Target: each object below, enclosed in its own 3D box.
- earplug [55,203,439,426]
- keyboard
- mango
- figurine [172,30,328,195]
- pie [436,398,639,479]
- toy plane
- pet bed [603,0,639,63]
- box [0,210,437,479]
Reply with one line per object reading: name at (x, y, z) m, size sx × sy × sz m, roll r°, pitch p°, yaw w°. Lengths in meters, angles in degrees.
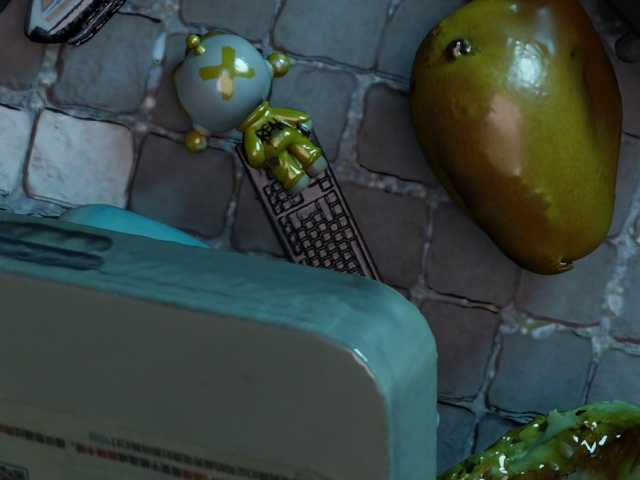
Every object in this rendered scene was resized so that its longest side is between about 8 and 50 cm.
earplug at (-0.088, 0.098, 1.250) m, size 0.324 × 0.185 × 0.185 m, roll 41°, pitch 90°, yaw -5°
keyboard at (0.000, 0.000, 1.318) m, size 0.067 × 0.011 × 0.202 m, roll -26°, pitch 102°, yaw -5°
mango at (0.156, -0.074, 1.268) m, size 0.136 × 0.166 × 0.236 m, roll -13°, pitch 130°, yaw 34°
figurine at (-0.059, -0.097, 1.262) m, size 0.101 × 0.068 × 0.143 m, roll -20°, pitch 94°, yaw -14°
pie at (0.160, 0.254, 1.277) m, size 0.288 × 0.103 × 0.355 m, roll -24°, pitch 138°, yaw -17°
toy plane at (-0.174, -0.216, 1.236) m, size 0.078 × 0.053 × 0.197 m, roll 42°, pitch 94°, yaw -4°
pet bed at (0.271, -0.222, 1.249) m, size 0.211 × 0.183 × 0.159 m, roll 41°, pitch 83°, yaw -14°
box at (-0.113, 0.186, 1.148) m, size 0.396 × 0.111 × 0.396 m, roll 11°, pitch 120°, yaw 22°
